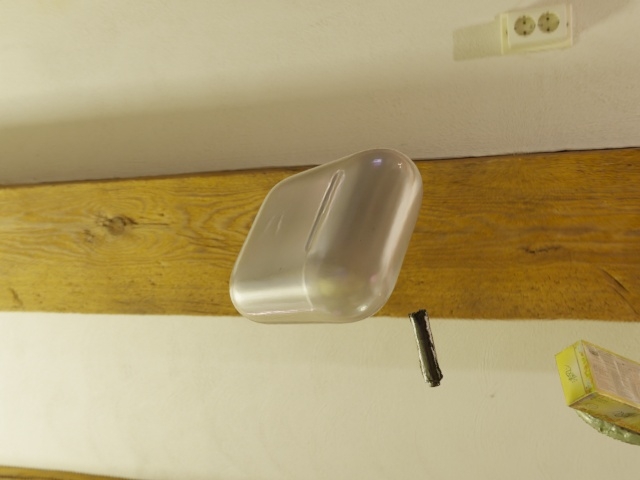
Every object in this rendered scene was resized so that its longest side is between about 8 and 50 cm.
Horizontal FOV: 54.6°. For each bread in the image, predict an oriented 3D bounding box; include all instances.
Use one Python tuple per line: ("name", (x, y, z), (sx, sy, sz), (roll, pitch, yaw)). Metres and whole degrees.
("bread", (0.627, 0.339, 1.213), (0.267, 0.267, 0.040), (6, -77, 17))

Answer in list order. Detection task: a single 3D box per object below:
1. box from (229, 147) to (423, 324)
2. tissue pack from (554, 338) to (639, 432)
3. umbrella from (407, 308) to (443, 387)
("box", (0.001, 0.001, 1.010), (0.141, 0.288, 0.349), (37, -28, -28))
("tissue pack", (0.467, 0.235, 0.992), (0.176, 0.095, 0.062), (21, -45, -20))
("umbrella", (0.178, 0.183, 1.056), (0.031, 0.036, 0.133), (-8, -101, -17))
